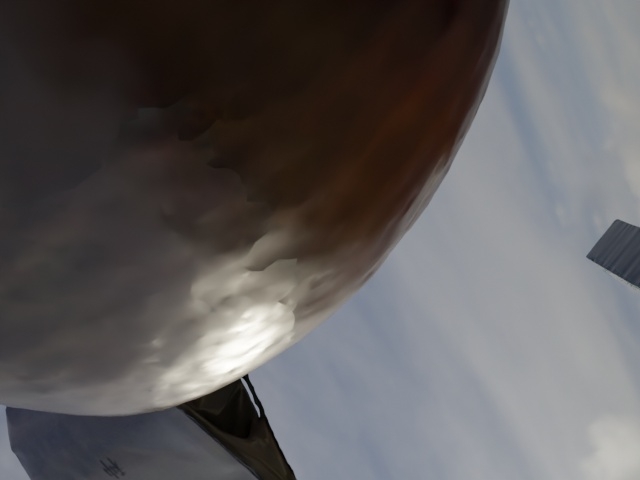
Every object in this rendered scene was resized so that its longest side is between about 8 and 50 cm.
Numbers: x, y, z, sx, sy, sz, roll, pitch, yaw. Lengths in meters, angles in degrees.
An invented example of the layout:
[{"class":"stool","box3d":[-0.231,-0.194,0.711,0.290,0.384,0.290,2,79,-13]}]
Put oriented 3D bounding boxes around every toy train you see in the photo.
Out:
[{"class":"toy train","box3d":[0.256,0.022,0.832,0.042,0.044,0.209,37,-174,-4]}]

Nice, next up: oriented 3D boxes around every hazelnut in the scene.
[{"class":"hazelnut","box3d":[-0.119,-0.138,0.477,0.429,0.402,0.402,35,-146,-14]}]

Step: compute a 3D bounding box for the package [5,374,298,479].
[{"class":"package","box3d":[-0.107,0.157,0.739,0.251,0.204,0.062,55,-137,-9]}]
